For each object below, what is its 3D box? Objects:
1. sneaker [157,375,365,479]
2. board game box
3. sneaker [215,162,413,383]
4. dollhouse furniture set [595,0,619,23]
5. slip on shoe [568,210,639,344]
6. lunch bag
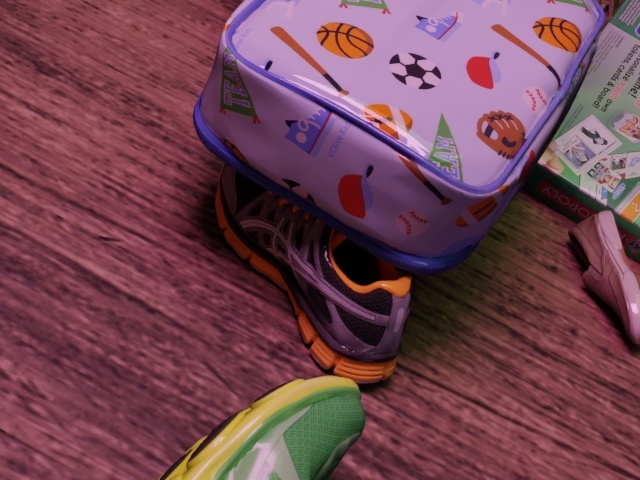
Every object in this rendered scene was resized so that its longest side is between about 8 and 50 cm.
[{"bbox_3d":[-0.049,0.179,0.649,0.123,0.109,0.295,46,39,-3],"label":"sneaker"},{"bbox_3d":[0.340,-0.120,1.162,0.213,0.046,0.317,34,61,10],"label":"board game box"},{"bbox_3d":[0.000,0.000,0.889,0.084,0.083,0.215,-12,50,-38],"label":"sneaker"},{"bbox_3d":[0.336,-0.209,1.361,0.160,0.101,0.182,11,34,23],"label":"dollhouse furniture set"},{"bbox_3d":[0.239,0.033,1.029,0.041,0.051,0.135,-16,50,10],"label":"slip on shoe"},{"bbox_3d":[0.060,-0.131,0.900,0.243,0.115,0.303,29,45,8],"label":"lunch bag"}]
